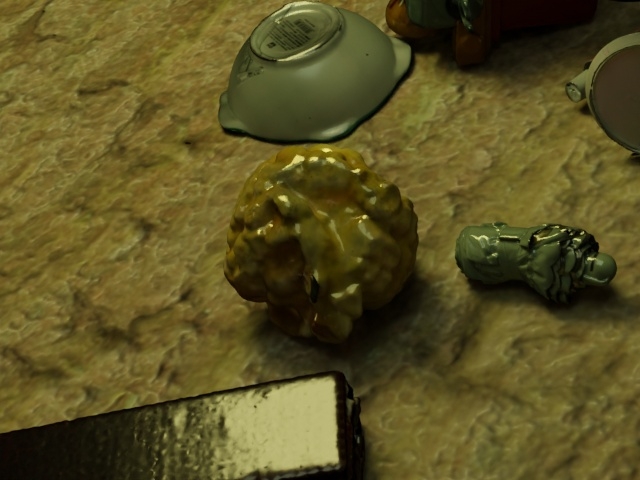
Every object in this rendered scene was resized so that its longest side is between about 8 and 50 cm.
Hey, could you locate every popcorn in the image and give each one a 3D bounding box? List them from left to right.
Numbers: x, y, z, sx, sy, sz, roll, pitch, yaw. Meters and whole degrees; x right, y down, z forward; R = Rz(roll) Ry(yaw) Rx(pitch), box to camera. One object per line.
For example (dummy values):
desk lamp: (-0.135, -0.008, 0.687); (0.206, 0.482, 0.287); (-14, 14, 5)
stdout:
popcorn: (0.000, 0.000, 1.101); (0.180, 0.180, 0.170); (3, 18, 24)

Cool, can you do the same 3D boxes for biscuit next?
biscuit: (-0.156, 0.194, 0.998); (0.388, 0.073, 0.107); (-12, 41, 9)

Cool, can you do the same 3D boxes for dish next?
dish: (-0.020, -0.207, 1.369); (0.224, 0.078, 0.246); (-21, 41, 0)

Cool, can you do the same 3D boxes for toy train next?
toy train: (0.175, -0.339, 1.380); (0.232, 0.163, 0.369); (-3, 43, -1)

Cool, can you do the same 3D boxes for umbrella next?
umbrella: (0.182, 0.015, 1.071); (0.143, 0.062, 0.067); (11, 78, 32)

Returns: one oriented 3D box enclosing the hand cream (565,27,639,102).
hand cream: (0.334, -0.194, 1.260); (0.216, 0.038, 0.052); (-32, 70, -19)

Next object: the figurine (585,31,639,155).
figurine: (0.329, -0.164, 1.170); (0.132, 0.132, 0.153); (9, 39, 28)
